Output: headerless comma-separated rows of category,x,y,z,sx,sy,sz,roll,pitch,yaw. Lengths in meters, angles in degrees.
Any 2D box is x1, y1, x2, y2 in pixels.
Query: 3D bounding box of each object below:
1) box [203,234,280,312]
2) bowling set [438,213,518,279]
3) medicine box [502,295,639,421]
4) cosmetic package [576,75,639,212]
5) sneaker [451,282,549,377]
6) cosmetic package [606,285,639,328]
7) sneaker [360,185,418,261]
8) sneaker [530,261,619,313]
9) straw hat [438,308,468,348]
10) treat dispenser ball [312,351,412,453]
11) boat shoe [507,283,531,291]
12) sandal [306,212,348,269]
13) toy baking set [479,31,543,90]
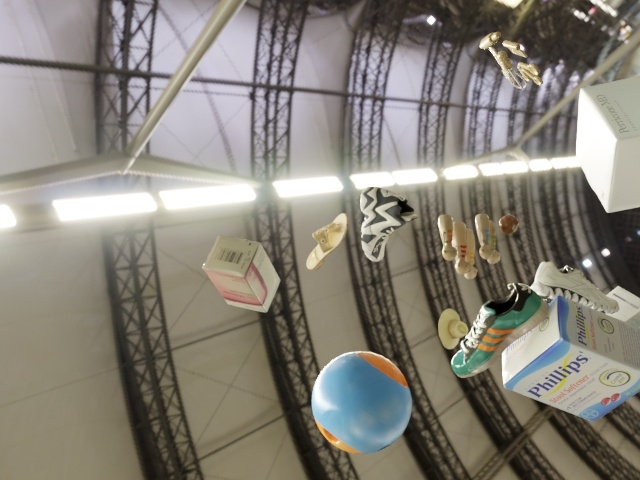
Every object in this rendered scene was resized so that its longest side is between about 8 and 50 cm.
box,-0.238,0.105,2.035,0.232,0.148,0.127,68,-143,-54
bowling set,0.458,0.012,1.862,0.287,0.199,0.154,17,-114,-59
medicine box,0.672,0.315,1.738,0.289,0.263,0.149,21,-134,-8
cosmetic package,1.133,-0.346,2.265,0.329,0.393,0.327,-96,-8,-46
sneaker,0.438,0.227,1.719,0.121,0.302,0.108,41,-165,-14
cosmetic package,0.905,0.307,2.041,0.224,0.224,0.138,60,173,-30
sneaker,0.201,-0.039,1.864,0.153,0.235,0.094,7,-155,24
sneaker,0.739,0.141,1.895,0.292,0.110,0.118,17,-103,-19
straw hat,0.462,0.300,2.229,0.144,0.061,0.145,3,-95,-46
treat dispenser ball,0.118,0.466,1.906,0.288,0.288,0.288,29,-144,-24
boat shoe,0.718,0.183,2.321,0.133,0.049,0.042,18,-117,-16
sandal,0.002,0.004,2.218,0.079,0.240,0.088,12,-144,-35
toy baking set,0.512,-0.485,1.807,0.197,0.030,0.256,44,-176,-9
